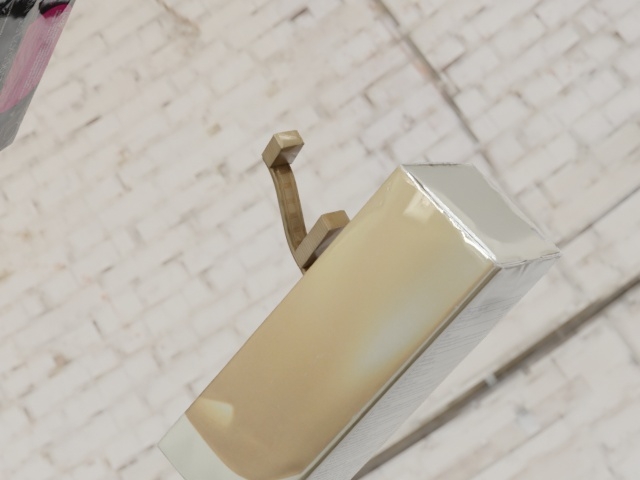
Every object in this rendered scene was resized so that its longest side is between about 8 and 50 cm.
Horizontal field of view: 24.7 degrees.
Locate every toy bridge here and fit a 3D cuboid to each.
[{"bbox_3d":[0.000,0.000,1.158,0.026,0.188,0.063,-13,-27,-34],"label":"toy bridge"}]

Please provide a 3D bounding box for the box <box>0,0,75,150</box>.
[{"bbox_3d":[-0.236,-0.146,0.814,0.163,0.142,0.247,-46,-8,-51],"label":"box"}]

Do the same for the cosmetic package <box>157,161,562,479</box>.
[{"bbox_3d":[0.011,0.032,0.424,0.115,0.041,0.060,-49,-18,19],"label":"cosmetic package"}]
